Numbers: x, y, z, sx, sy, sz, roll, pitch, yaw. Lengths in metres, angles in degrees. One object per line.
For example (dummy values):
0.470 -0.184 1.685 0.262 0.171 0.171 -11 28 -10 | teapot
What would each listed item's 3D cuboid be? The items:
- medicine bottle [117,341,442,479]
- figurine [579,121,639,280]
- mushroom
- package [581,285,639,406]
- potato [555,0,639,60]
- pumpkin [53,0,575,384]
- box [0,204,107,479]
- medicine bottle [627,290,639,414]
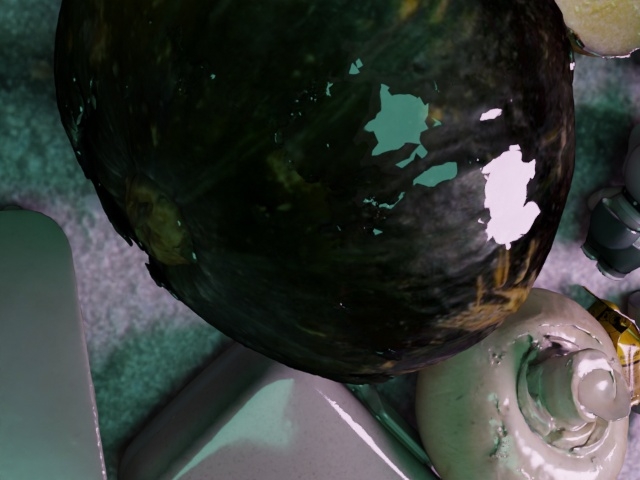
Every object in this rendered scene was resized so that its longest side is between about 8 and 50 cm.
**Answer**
-0.014 0.282 1.313 0.282 0.123 0.375 -44 115 -1 | medicine bottle
0.351 -0.046 1.307 0.126 0.147 0.192 8 126 -37 | figurine
0.221 0.162 1.288 0.246 0.202 0.246 12 66 -28 | mushroom
0.322 0.116 1.388 0.047 0.071 0.131 -11 110 -17 | package
0.296 -0.270 1.237 0.200 0.081 0.164 -46 107 -1 | potato
-0.010 -0.096 1.001 0.344 0.454 0.454 -47 119 -27 | pumpkin
-0.382 0.170 1.118 0.367 0.090 0.373 -8 86 -15 | box
0.375 0.156 1.426 0.057 0.057 0.199 -10 112 -14 | medicine bottle
